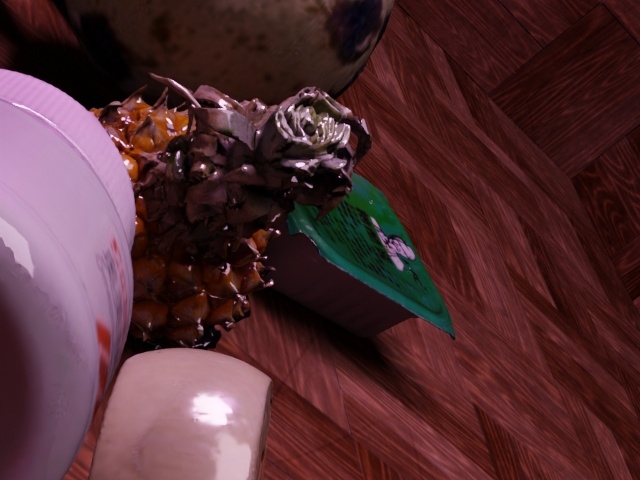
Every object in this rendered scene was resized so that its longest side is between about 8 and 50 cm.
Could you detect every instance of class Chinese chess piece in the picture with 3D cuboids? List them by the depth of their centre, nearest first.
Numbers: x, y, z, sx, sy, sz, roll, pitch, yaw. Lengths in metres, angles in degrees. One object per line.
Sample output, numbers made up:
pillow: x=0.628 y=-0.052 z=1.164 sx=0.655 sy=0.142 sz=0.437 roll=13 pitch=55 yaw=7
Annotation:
Chinese chess piece: x=-0.093 y=0.203 z=1.095 sx=0.102 sy=0.273 sz=0.273 roll=8 pitch=21 yaw=1

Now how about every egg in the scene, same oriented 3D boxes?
egg: x=-0.096 y=-0.277 z=1.779 sx=0.345 sy=0.345 sz=0.428 roll=49 pitch=-8 yaw=-5

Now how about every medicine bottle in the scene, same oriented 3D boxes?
medicine bottle: x=-0.241 y=0.028 z=1.062 sx=0.256 sy=0.256 sz=0.325 roll=48 pitch=13 yaw=-11

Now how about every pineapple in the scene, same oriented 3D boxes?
pineapple: x=-0.080 y=-0.055 z=1.505 sx=0.263 sy=0.272 sz=0.262 roll=18 pitch=60 yaw=-34

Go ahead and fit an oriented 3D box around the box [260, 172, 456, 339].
box: x=0.000 y=0.000 z=2.037 sx=0.337 sy=0.106 sz=0.264 roll=33 pitch=24 yaw=-49
